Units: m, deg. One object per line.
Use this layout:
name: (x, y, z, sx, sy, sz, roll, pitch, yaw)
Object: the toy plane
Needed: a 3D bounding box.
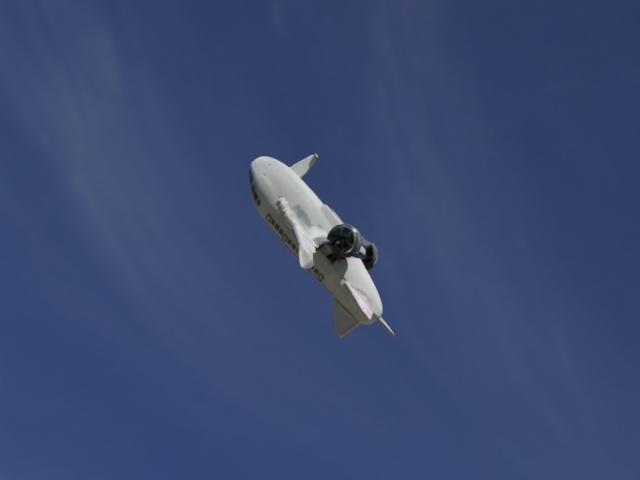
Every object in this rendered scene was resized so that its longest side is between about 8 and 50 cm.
toy plane: (0.000, 0.000, 1.373, 0.065, 0.171, 0.162, -31, -19, 8)
